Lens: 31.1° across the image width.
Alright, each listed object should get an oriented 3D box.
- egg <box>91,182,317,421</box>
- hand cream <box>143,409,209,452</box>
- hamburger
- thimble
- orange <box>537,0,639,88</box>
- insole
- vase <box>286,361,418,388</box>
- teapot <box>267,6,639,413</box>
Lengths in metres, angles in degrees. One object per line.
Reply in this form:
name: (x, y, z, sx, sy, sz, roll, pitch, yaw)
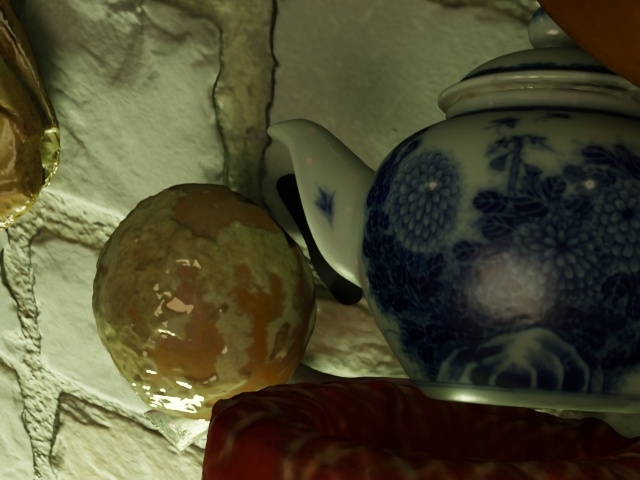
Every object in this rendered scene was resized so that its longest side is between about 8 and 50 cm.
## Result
egg: (-0.098, 0.056, 0.992, 0.195, 0.195, 0.233, 11, 143, 25)
hand cream: (-0.131, 0.183, 1.195, 0.061, 0.039, 0.143, 46, 140, -11)
hamburger: (-0.313, -0.141, 1.053, 0.131, 0.124, 0.262, -12, 117, 15)
thimble: (0.074, 0.228, 0.798, 0.350, 0.350, 0.230, 8, 92, 26)
orange: (0.220, -0.202, 0.621, 0.310, 0.274, 0.274, 35, 132, -12)
insole: (0.000, 0.000, 1.020, 0.045, 0.002, 0.135, -19, 108, 36)
vase: (0.050, 0.155, 1.041, 0.214, 0.086, 0.086, 11, 123, 31)
teapot: (0.155, -0.026, 0.779, 0.424, 0.252, 0.280, 3, 83, 20)
